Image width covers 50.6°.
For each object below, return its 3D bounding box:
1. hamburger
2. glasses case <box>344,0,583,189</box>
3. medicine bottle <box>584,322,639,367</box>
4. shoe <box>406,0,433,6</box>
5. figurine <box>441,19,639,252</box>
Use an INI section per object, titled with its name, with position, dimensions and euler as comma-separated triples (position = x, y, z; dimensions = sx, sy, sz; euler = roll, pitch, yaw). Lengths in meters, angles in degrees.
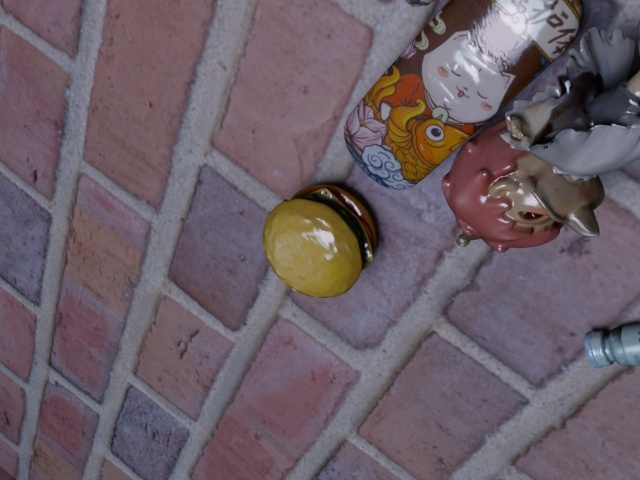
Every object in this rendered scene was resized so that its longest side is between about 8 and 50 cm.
[hamburger]
position = 0.000, 0.000, 0.941
dimensions = 0.162, 0.115, 0.162
euler = 16, 127, 23
[glasses case]
position = 0.146, -0.178, 0.759
dimensions = 0.122, 0.082, 0.321
euler = 48, 132, 2
[medicine bottle]
position = 0.410, 0.115, 0.788
dimensions = 0.191, 0.051, 0.051
euler = -16, 108, 38
[shoe]
position = 0.123, -0.332, 0.684
dimensions = 0.092, 0.089, 0.180
euler = 4, 123, 17
[figurine]
position = 0.234, -0.070, 0.702
dimensions = 0.166, 0.207, 0.387
euler = 59, 144, 15
